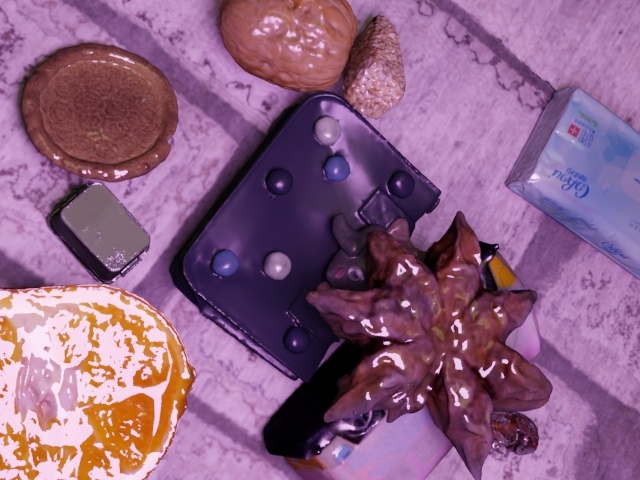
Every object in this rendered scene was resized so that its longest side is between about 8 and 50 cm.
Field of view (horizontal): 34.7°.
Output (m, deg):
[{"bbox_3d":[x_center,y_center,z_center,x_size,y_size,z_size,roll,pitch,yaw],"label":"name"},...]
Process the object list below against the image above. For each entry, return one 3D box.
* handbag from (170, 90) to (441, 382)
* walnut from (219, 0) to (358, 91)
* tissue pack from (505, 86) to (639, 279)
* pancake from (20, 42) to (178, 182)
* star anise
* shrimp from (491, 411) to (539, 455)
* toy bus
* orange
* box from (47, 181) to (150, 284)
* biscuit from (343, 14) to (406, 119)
[{"bbox_3d":[0.000,0.000,1.309,0.269,0.118,0.326,39,73,-12],"label":"handbag"},{"bbox_3d":[-0.045,-0.273,1.310,0.184,0.155,0.155,20,76,-7],"label":"walnut"},{"bbox_3d":[0.420,-0.083,1.486,0.263,0.089,0.177,33,75,-12],"label":"tissue pack"},{"bbox_3d":[-0.267,-0.159,1.260,0.199,0.021,0.199,9,66,-20],"label":"pancake"},{"bbox_3d":[0.123,0.123,1.159,0.315,0.108,0.315,8,71,-25],"label":"star anise"},{"bbox_3d":[0.222,0.262,1.382,0.165,0.056,0.065,-1,89,-18],"label":"shrimp"},{"bbox_3d":[0.122,0.177,1.305,0.386,0.171,0.162,-45,104,-22],"label":"toy bus"},{"bbox_3d":[-0.320,0.169,1.095,0.310,0.274,0.274,-9,85,-56],"label":"orange"},{"bbox_3d":[-0.263,-0.012,1.234,0.084,0.069,0.122,-45,99,-18],"label":"box"},{"bbox_3d":[0.072,-0.229,1.341,0.070,0.082,0.168,36,29,-22],"label":"biscuit"}]
